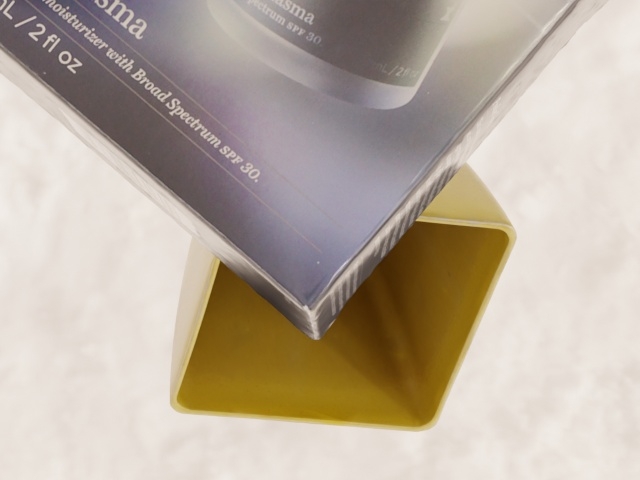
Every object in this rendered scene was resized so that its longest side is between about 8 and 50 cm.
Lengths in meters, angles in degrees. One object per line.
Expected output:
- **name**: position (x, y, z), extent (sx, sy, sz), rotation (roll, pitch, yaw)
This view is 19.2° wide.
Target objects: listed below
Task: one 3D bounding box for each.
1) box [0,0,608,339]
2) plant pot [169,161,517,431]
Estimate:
- **box**: position (-0.021, -0.153, 1.099), extent (0.296, 0.183, 0.294), rotation (40, 84, 6)
- **plant pot**: position (0.000, 0.000, 1.441), extent (0.187, 0.212, 0.212), rotation (-103, 25, -48)
